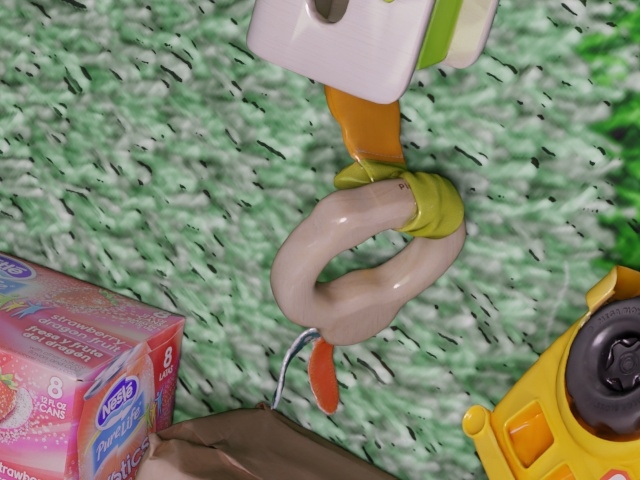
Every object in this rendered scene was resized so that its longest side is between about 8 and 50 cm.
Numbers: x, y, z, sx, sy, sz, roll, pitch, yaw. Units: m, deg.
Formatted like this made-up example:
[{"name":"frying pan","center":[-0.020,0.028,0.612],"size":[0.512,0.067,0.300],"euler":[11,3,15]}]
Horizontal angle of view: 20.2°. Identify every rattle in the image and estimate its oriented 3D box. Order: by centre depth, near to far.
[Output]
[{"name":"rattle","center":[0.000,0.000,1.131],"size":[0.143,0.130,0.199],"euler":[49,148,19]}]

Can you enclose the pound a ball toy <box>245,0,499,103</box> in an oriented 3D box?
[{"name":"pound a ball toy","center":[0.033,-0.240,0.960],"size":[0.136,0.208,0.319],"euler":[24,115,20]}]

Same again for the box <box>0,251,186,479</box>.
[{"name":"box","center":[-0.261,0.092,1.249],"size":[0.300,0.142,0.154],"euler":[17,112,22]}]

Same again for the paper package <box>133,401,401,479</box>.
[{"name":"paper package","center":[-0.004,0.318,1.143],"size":[0.309,0.168,0.325],"euler":[26,107,20]}]

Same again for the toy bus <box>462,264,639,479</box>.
[{"name":"toy bus","center":[0.168,0.159,0.977],"size":[0.211,0.149,0.220],"euler":[-40,48,16]}]
